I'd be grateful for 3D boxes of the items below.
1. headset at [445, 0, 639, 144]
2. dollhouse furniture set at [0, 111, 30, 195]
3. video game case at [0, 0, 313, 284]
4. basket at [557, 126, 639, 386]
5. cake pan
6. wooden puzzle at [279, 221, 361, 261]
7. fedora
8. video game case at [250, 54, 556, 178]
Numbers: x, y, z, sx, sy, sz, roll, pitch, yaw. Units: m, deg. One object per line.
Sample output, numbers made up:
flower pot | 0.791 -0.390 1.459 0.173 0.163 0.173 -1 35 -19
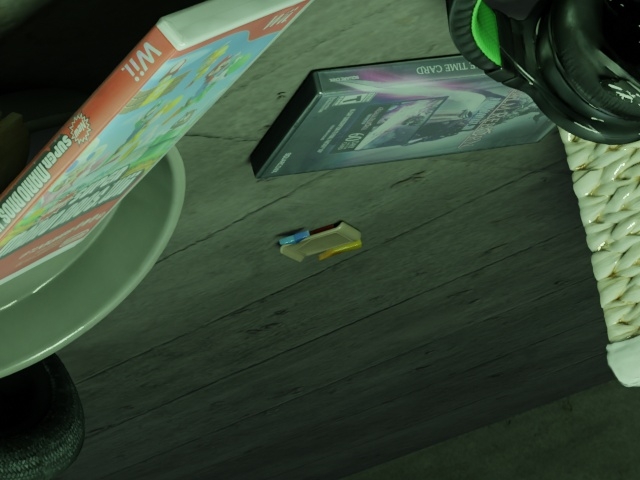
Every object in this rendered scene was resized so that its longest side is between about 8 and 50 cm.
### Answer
headset | 0.262 -0.135 1.361 0.394 0.185 0.243 16 150 -41
dollhouse furniture set | -0.288 -0.112 1.247 0.182 0.161 0.101 21 -144 17
video game case | -0.135 -0.064 1.281 0.285 0.025 0.204 -44 175 29
basket | 0.437 -0.031 1.745 0.328 0.266 0.331 -22 162 31
cake pan | -0.239 -0.002 1.458 0.293 0.054 0.293 -28 149 -18
wooden puzzle | 0.000 0.000 1.976 0.078 0.014 0.116 -20 165 7
fedora | -0.366 0.145 1.584 0.334 0.334 0.152 3 125 -48
video game case | 0.096 -0.110 1.626 0.274 0.026 0.196 -7 164 -19
